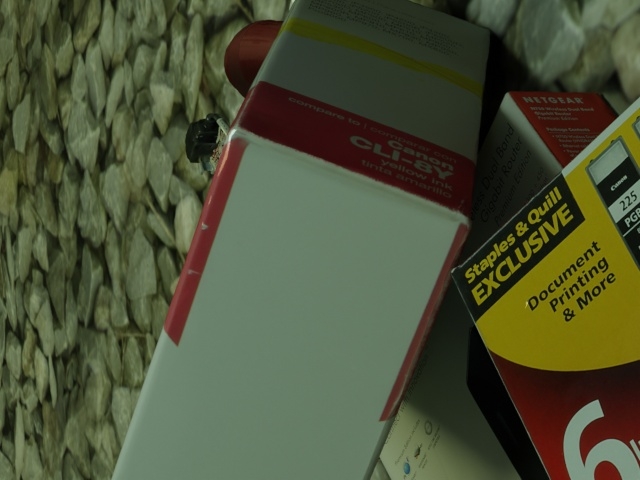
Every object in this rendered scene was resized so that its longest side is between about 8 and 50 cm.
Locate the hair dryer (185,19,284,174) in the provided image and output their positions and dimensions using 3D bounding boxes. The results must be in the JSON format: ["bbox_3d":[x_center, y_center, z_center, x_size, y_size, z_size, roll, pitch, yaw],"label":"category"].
[{"bbox_3d":[-0.019,-0.096,1.556,0.224,0.080,0.293,56,146,20],"label":"hair dryer"}]

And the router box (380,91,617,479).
[{"bbox_3d":[0.169,0.118,1.185,0.301,0.082,0.335,60,141,41],"label":"router box"}]

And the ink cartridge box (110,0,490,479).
[{"bbox_3d":[0.000,0.000,1.206,0.385,0.160,0.279,-74,3,-65],"label":"ink cartridge box"}]

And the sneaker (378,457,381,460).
[{"bbox_3d":[0.031,0.143,1.485,0.044,0.040,0.109,-39,58,58],"label":"sneaker"}]

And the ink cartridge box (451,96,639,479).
[{"bbox_3d":[0.232,-0.015,0.915,0.309,0.130,0.272,-46,49,28],"label":"ink cartridge box"}]
